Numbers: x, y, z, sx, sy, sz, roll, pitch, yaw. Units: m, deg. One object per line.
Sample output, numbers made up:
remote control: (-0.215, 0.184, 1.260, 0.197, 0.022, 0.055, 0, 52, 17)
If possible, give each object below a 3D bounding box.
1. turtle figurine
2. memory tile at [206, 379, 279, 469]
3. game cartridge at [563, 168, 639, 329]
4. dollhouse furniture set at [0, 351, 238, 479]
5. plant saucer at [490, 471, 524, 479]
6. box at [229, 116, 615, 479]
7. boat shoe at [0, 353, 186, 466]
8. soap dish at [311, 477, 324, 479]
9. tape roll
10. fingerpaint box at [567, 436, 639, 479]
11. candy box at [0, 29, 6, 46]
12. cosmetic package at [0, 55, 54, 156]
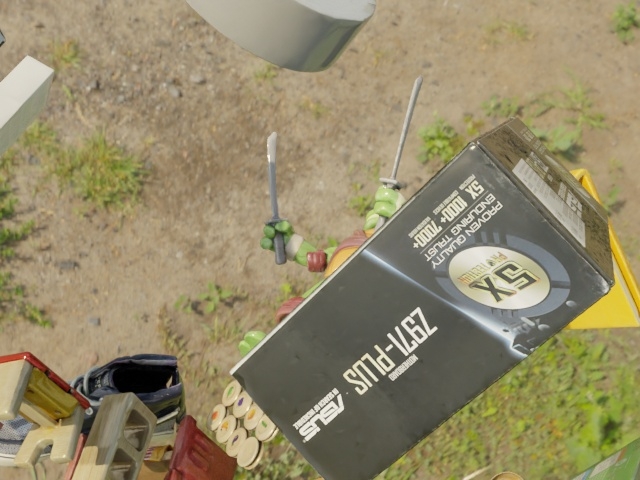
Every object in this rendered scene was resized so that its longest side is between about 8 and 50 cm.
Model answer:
turtle figurine: (0.000, 0.000, 0.895, 0.198, 0.275, 0.266, 6, 40, 21)
memory tile: (-0.088, 0.207, 1.010, 0.012, 0.148, 0.113, 36, 83, -30)
game cartridge: (0.380, 0.030, 1.458, 0.053, 0.323, 0.285, -36, 105, -33)
dollhouse furniture set: (-0.284, 0.246, 0.973, 0.201, 0.374, 0.152, -14, 42, 26)
plant saucer: (0.256, 0.364, 1.146, 0.083, 0.015, 0.083, 5, 79, -25)
box: (0.060, 0.020, 0.406, 0.077, 0.147, 0.180, 48, 20, 4)
boat shoe: (-0.367, 0.242, 1.245, 0.340, 0.158, 0.127, -5, 53, -21)
soap dish: (-0.064, 0.471, 1.146, 0.229, 0.291, 0.118, 67, 19, -6)
tape roll: (-0.051, -0.273, 0.832, 0.219, 0.072, 0.219, 27, 37, -22)
fingerpaint box: (0.378, 0.425, 0.841, 0.371, 0.163, 0.445, 57, 20, 17)
candy box: (-0.349, -0.095, 0.574, 0.159, 0.071, 0.233, -6, 41, 21)
cosmetic package: (-0.552, -0.207, 1.418, 0.060, 0.099, 0.239, 28, 50, -4)
